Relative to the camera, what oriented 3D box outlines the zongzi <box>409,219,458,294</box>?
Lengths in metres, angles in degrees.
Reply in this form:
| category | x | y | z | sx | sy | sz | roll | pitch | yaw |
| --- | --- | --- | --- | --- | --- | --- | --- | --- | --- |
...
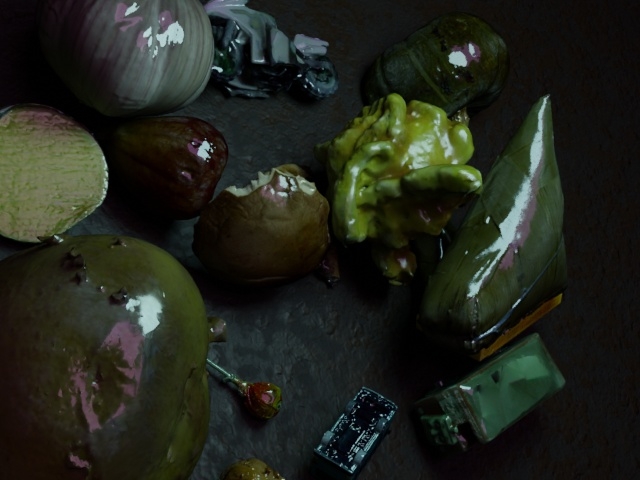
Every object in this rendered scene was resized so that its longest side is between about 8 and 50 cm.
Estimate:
| category | x | y | z | sx | sy | sz | roll | pitch | yaw |
| --- | --- | --- | --- | --- | --- | --- | --- | --- | --- |
| zongzi | 0.188 | 0.020 | 2.034 | 0.205 | 0.094 | 0.204 | 50 | 46 | -3 |

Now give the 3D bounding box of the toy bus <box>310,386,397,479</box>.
| category | x | y | z | sx | sy | sz | roll | pitch | yaw |
| --- | --- | --- | --- | --- | --- | --- | --- | --- | --- |
| toy bus | 0.056 | 0.330 | 1.798 | 0.079 | 0.092 | 0.160 | 28 | 49 | 15 |

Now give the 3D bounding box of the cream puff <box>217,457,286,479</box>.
| category | x | y | z | sx | sy | sz | roll | pitch | yaw |
| --- | --- | --- | --- | --- | --- | --- | --- | --- | --- |
| cream puff | -0.099 | 0.397 | 1.651 | 0.104 | 0.119 | 0.133 | -28 | 112 | -57 |

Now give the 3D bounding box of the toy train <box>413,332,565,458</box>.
| category | x | y | z | sx | sy | sz | roll | pitch | yaw |
| --- | --- | --- | --- | --- | --- | --- | --- | --- | --- |
| toy train | 0.317 | 0.269 | 1.966 | 0.326 | 0.159 | 0.129 | -23 | 85 | -40 |

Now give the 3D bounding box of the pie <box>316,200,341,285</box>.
| category | x | y | z | sx | sy | sz | roll | pitch | yaw |
| --- | --- | --- | --- | --- | --- | --- | --- | --- | --- |
| pie | 0.000 | 0.000 | 1.959 | 0.092 | 0.034 | 0.170 | 8 | 64 | -35 |

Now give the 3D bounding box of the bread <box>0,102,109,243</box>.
| category | x | y | z | sx | sy | sz | roll | pitch | yaw |
| --- | --- | --- | --- | --- | --- | --- | --- | --- | --- |
| bread | -0.444 | -0.103 | 1.680 | 0.228 | 0.033 | 0.228 | 6 | 74 | -20 |

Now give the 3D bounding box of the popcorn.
| category | x | y | z | sx | sy | sz | roll | pitch | yaw |
| --- | --- | --- | --- | --- | --- | --- | --- | --- | --- |
| popcorn | 0.120 | -0.105 | 1.884 | 0.325 | 0.321 | 0.290 | -30 | 72 | -30 |

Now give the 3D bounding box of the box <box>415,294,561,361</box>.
| category | x | y | z | sx | sy | sz | roll | pitch | yaw |
| --- | --- | --- | --- | --- | --- | --- | --- | --- | --- |
| box | 0.322 | 0.130 | 2.055 | 0.152 | 0.043 | 0.269 | 26 | 39 | 36 |

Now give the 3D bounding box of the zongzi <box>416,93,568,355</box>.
| category | x | y | z | sx | sy | sz | roll | pitch | yaw |
| --- | --- | --- | --- | --- | --- | --- | --- | --- | --- |
| zongzi | 0.300 | -0.018 | 1.886 | 0.356 | 0.174 | 0.393 | -33 | 131 | -42 |

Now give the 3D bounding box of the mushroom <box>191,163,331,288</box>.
| category | x | y | z | sx | sy | sz | roll | pitch | yaw |
| --- | --- | --- | --- | --- | --- | --- | --- | --- | --- |
| mushroom | -0.103 | -0.025 | 1.850 | 0.233 | 0.302 | 0.208 | 1 | 96 | -8 |

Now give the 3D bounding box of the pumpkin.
| category | x | y | z | sx | sy | sz | roll | pitch | yaw |
| --- | --- | --- | --- | --- | --- | --- | --- | --- | --- |
| pumpkin | 0.266 | -0.324 | 2.179 | 0.325 | 0.232 | 0.242 | -29 | 88 | -36 |

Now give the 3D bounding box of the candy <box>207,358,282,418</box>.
| category | x | y | z | sx | sy | sz | roll | pitch | yaw |
| --- | --- | --- | --- | --- | --- | --- | --- | --- | --- |
| candy | -0.146 | 0.218 | 1.749 | 0.201 | 0.060 | 0.060 | 36 | 52 | -7 |

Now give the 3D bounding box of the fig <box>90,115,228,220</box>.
| category | x | y | z | sx | sy | sz | roll | pitch | yaw |
| --- | --- | --- | --- | --- | --- | --- | --- | --- | --- |
| fig | -0.291 | -0.136 | 1.770 | 0.274 | 0.170 | 0.145 | 16 | 13 | -3 |

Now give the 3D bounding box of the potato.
| category | x | y | z | sx | sy | sz | roll | pitch | yaw |
| --- | --- | --- | --- | --- | --- | --- | --- | --- | --- |
| potato | -0.292 | 0.200 | 1.458 | 0.385 | 0.319 | 0.442 | 16 | 69 | -33 |

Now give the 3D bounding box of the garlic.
| category | x | y | z | sx | sy | sz | roll | pitch | yaw |
| --- | --- | --- | --- | --- | --- | --- | --- | --- | --- |
| garlic | -0.304 | -0.329 | 1.741 | 0.317 | 0.317 | 0.259 | 15 | 98 | -28 |

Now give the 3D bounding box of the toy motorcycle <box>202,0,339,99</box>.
| category | x | y | z | sx | sy | sz | roll | pitch | yaw |
| --- | --- | --- | --- | --- | --- | --- | --- | --- | --- |
| toy motorcycle | -0.102 | -0.362 | 2.000 | 0.327 | 0.143 | 0.188 | 3 | 66 | -41 |
